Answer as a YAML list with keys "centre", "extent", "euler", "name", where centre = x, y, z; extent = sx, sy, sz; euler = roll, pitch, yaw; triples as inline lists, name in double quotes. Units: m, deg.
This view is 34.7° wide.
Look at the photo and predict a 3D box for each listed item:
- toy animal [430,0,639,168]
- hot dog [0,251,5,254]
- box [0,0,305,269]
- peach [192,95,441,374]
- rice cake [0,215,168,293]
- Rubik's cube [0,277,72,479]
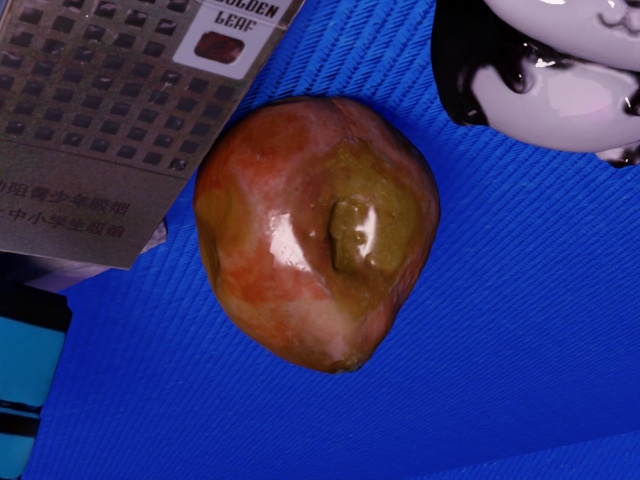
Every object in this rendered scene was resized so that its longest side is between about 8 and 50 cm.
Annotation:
- centre: [0.172, -0.166, 0.625]
  extent: [0.187, 0.165, 0.235]
  euler: [13, 157, -4]
  name: "toy animal"
- centre: [-0.238, -0.055, 0.888]
  extent: [0.289, 0.068, 0.083]
  euler: [-27, 161, 29]
  name: "hot dog"
- centre: [-0.161, -0.098, 0.738]
  extent: [0.180, 0.047, 0.325]
  euler: [11, 137, -30]
  name: "box"
- centre: [0.000, 0.000, 0.882]
  extent: [0.214, 0.236, 0.214]
  euler: [-10, 166, -3]
  name: "peach"
- centre: [-0.292, 0.024, 1.046]
  extent: [0.364, 0.073, 0.056]
  euler: [-22, 156, 30]
  name: "rice cake"
- centre: [-0.434, 0.137, 0.899]
  extent: [0.293, 0.289, 0.283]
  euler: [10, 169, 36]
  name: "Rubik's cube"
